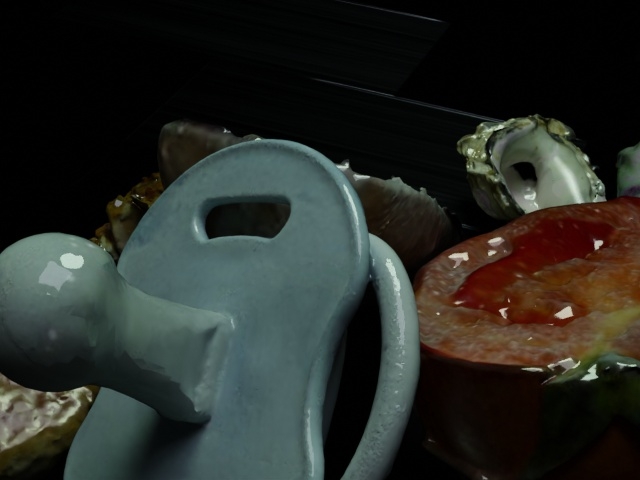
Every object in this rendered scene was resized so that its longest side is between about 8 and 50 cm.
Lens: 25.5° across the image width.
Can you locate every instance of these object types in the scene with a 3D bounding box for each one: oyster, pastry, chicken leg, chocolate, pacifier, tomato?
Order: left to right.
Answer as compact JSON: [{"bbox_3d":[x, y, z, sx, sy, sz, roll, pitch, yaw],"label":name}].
[{"bbox_3d":[-0.243,0.094,0.933,0.218,0.100,0.229,-30,50,-35],"label":"pastry"},{"bbox_3d":[-0.083,0.063,0.768,0.238,0.287,0.226,3,-15,45],"label":"pacifier"},{"bbox_3d":[-0.113,0.021,1.073,0.101,0.085,0.207,25,28,-34],"label":"chicken leg"},{"bbox_3d":[0.000,0.000,1.010,0.185,0.100,0.303,11,-4,15],"label":"chocolate"},{"bbox_3d":[0.191,-0.044,1.219,0.163,0.081,0.191,41,43,5],"label":"oyster"},{"bbox_3d":[0.200,0.094,0.910,0.309,0.170,0.309,0,22,0],"label":"tomato"}]

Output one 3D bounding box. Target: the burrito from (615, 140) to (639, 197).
[{"bbox_3d":[0.353,-0.020,1.138,0.229,0.143,0.089,6,-11,5],"label":"burrito"}]
